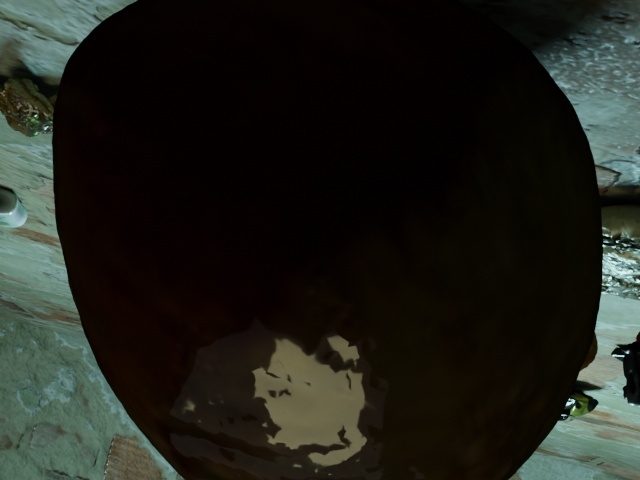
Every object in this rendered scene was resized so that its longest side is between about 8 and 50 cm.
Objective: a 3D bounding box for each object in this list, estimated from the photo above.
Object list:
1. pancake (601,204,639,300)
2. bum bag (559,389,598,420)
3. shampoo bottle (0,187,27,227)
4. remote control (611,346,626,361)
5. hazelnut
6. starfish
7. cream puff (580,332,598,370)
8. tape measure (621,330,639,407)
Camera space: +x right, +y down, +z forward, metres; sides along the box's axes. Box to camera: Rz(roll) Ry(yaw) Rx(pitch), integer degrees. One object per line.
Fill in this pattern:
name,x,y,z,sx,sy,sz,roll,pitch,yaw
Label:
pancake,0.350,0.025,0.994,0.282,0.049,0.282,15,167,3
bum bag,0.455,0.309,1.955,0.106,0.060,0.232,5,168,2
shampoo bottle,-0.494,-0.050,1.584,0.072,0.043,0.099,15,166,-1
remote control,0.517,0.168,1.423,0.063,0.025,0.245,25,163,-32
hazelnut,0.000,0.000,0.709,0.421,0.353,0.421,45,-176,-4
starfish,-0.296,-0.139,1.072,0.150,0.053,0.209,34,164,-19
cream puff,0.182,0.093,1.215,0.241,0.155,0.269,2,163,44
tape measure,0.477,0.133,1.043,0.253,0.114,0.260,0,171,-14
